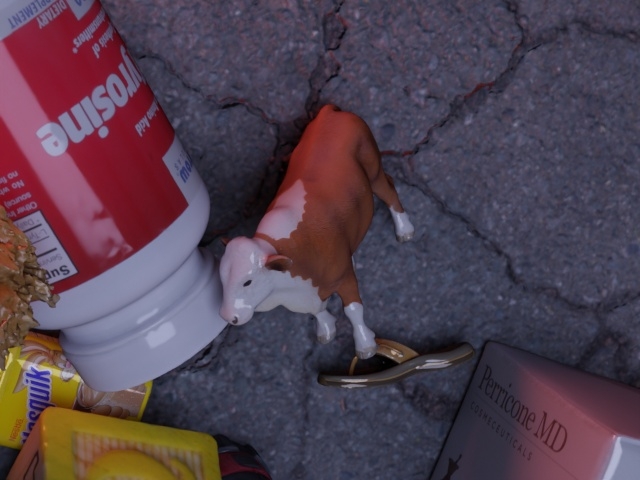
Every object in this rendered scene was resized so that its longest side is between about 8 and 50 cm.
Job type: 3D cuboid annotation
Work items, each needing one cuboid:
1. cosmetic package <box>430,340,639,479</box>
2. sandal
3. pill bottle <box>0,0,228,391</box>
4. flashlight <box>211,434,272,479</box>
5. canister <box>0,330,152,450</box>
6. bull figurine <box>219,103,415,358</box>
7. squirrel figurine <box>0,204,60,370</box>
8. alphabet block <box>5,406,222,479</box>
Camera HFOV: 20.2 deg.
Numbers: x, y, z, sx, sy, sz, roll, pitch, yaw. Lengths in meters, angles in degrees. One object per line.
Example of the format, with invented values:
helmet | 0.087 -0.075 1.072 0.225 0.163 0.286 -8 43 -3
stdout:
cosmetic package | 0.298 0.371 1.914 0.327 0.329 0.393 19 97 -21
sandal | 0.079 0.125 1.920 0.180 0.072 0.049 -12 93 -16
pill bottle | -0.247 -0.069 1.671 0.229 0.229 0.407 -32 112 -7
flashlight | -0.068 0.292 1.787 0.103 0.304 0.103 -32 113 -6
canister | -0.268 0.159 1.811 0.170 0.073 0.126 17 101 -23
bull figurine | 0.000 0.000 1.760 0.101 0.310 0.188 -6 128 29
squirrel figurine | -0.427 0.005 1.472 0.397 0.281 0.370 9 118 -37
alphabet block | -0.214 0.305 1.759 0.192 0.193 0.197 11 132 -25
